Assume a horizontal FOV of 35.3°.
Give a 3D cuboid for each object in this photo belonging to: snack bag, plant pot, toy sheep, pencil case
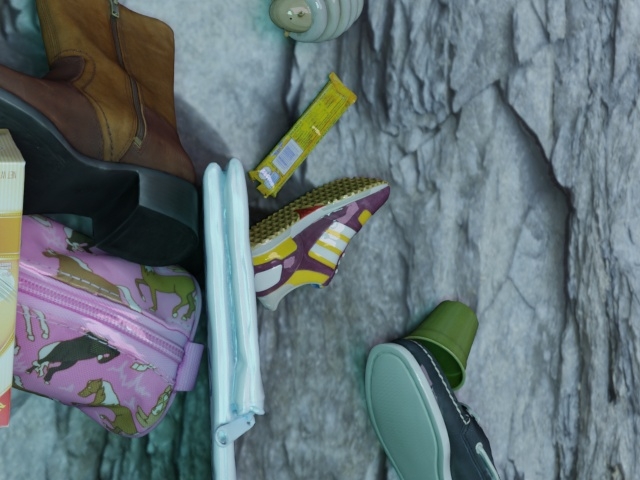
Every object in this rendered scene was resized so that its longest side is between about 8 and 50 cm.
[{"bbox_3d":[-0.074,0.113,0.817,0.037,0.323,0.342,-2,89,-7],"label":"snack bag"},{"bbox_3d":[0.135,0.108,1.100,0.083,0.083,0.079,53,50,-21],"label":"plant pot"},{"bbox_3d":[-0.002,-0.244,1.012,0.132,0.091,0.091,-34,107,-36],"label":"toy sheep"},{"bbox_3d":[-0.273,0.025,0.757,0.386,0.167,0.160,28,115,-32],"label":"pencil case"}]

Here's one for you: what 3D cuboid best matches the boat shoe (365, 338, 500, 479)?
[{"bbox_3d":[0.132,0.226,1.073,0.091,0.114,0.302,-30,116,-31],"label":"boat shoe"}]

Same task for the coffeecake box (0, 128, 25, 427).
[{"bbox_3d":[-0.264,0.027,0.619,0.142,0.068,0.185,-1,114,-26],"label":"coffeecake box"}]

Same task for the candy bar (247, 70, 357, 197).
[{"bbox_3d":[-0.017,-0.109,1.034,0.040,0.018,0.161,47,65,-20],"label":"candy bar"}]

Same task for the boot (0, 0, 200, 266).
[{"bbox_3d":[-0.202,-0.143,0.777,0.264,0.096,0.280,23,40,-38],"label":"boot"}]

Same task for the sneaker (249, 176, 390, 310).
[{"bbox_3d":[0.000,0.000,1.019,0.185,0.069,0.084,-28,113,-25],"label":"sneaker"}]
